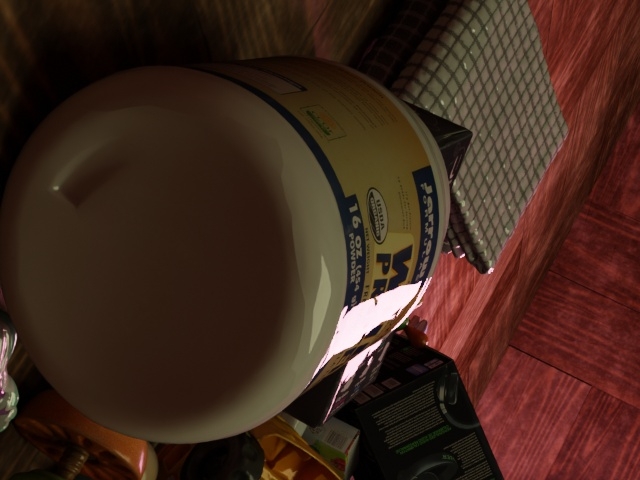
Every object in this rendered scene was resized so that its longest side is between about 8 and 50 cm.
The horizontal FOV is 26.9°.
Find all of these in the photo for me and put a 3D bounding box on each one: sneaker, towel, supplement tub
[{"bbox_3d":[-0.227,0.095,0.850,0.069,0.038,0.098,-42,144,-51],"label":"sneaker"},{"bbox_3d":[0.148,-0.139,1.435,0.235,0.121,0.284,-58,141,-24],"label":"towel"},{"bbox_3d":[-0.045,-0.010,0.912,0.316,0.228,0.228,-24,138,-67],"label":"supplement tub"}]

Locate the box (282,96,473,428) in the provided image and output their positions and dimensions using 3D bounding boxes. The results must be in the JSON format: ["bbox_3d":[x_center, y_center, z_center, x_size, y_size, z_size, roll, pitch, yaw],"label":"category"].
[{"bbox_3d":[0.000,0.000,1.190,0.143,0.165,0.270,-28,142,-64],"label":"box"}]

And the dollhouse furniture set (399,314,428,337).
[{"bbox_3d":[0.156,0.243,2.035,0.303,0.198,0.286,-48,158,-47],"label":"dollhouse furniture set"}]

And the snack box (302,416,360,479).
[{"bbox_3d":[-0.025,0.215,1.496,0.037,0.141,0.100,-56,163,-28],"label":"snack box"}]

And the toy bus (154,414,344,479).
[{"bbox_3d":[-0.107,0.233,1.214,0.220,0.211,0.149,-45,124,0],"label":"toy bus"}]

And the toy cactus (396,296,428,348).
[{"bbox_3d":[0.030,0.099,1.523,0.219,0.112,0.180,-35,162,16],"label":"toy cactus"}]

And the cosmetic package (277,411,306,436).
[{"bbox_3d":[-0.060,0.175,1.402,0.239,0.099,0.060,-62,164,-4],"label":"cosmetic package"}]

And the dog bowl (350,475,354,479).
[{"bbox_3d":[0.023,0.496,1.837,0.408,0.150,0.408,5,90,-81],"label":"dog bowl"}]

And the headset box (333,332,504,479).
[{"bbox_3d":[0.121,0.276,1.585,0.131,0.283,0.246,-25,-172,-10],"label":"headset box"}]

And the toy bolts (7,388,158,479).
[{"bbox_3d":[-0.145,0.208,1.033,0.158,0.218,0.228,-62,-176,-30],"label":"toy bolts"}]
